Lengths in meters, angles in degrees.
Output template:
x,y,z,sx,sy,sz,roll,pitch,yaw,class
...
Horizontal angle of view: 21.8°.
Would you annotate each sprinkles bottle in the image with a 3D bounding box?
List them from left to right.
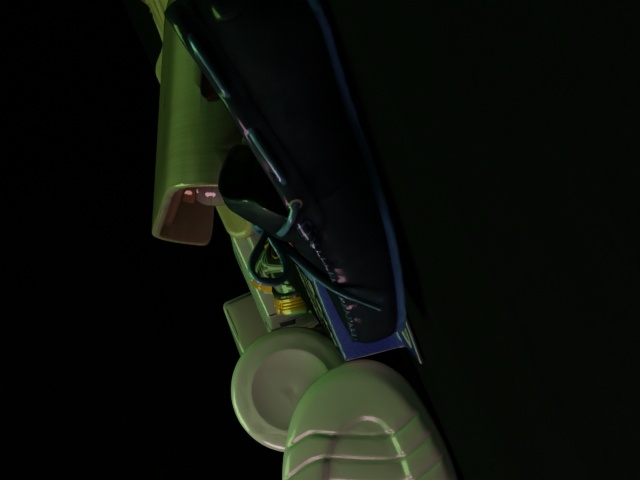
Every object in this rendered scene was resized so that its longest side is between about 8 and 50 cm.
x,y,z,sx,sy,sz,roll,pitch,yaw,class
-0.013,0.151,1.746,0.355,0.121,0.121,36,-150,-85,sprinkles bottle

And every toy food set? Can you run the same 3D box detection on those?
x,y,z,sx,sy,sz,roll,pitch,yaw,class
-0.098,-0.127,1.523,0.306,0.092,0.219,134,139,-76,toy food set

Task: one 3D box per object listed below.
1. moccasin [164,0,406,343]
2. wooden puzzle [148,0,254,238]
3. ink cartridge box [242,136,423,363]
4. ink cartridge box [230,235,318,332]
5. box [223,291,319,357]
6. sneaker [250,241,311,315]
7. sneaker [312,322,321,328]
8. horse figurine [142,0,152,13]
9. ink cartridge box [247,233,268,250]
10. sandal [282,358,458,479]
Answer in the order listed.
x,y,z,sx,sy,sz,roll,pitch,yaw,class
-0.027,-0.061,1.250,0.137,0.117,0.342,-122,11,-60,moccasin
-0.140,-0.217,1.982,0.348,0.081,0.322,84,162,-57,wooden puzzle
0.000,0.000,1.568,0.371,0.069,0.175,-139,27,-73,ink cartridge box
-0.058,0.042,2.200,0.190,0.082,0.139,85,162,-78,ink cartridge box
-0.051,0.176,2.466,0.311,0.121,0.148,84,163,-72,box
-0.035,0.025,1.969,0.215,0.084,0.083,-141,41,-71,sneaker
0.013,0.162,2.061,0.110,0.107,0.275,47,177,6,sneaker
-0.189,-0.258,2.326,0.174,0.066,0.263,-110,2,-67,horse figurine
-0.078,-0.049,2.101,0.029,0.063,0.115,92,155,-73,ink cartridge box
0.077,0.312,1.563,0.102,0.169,0.416,-28,-78,-76,sandal
